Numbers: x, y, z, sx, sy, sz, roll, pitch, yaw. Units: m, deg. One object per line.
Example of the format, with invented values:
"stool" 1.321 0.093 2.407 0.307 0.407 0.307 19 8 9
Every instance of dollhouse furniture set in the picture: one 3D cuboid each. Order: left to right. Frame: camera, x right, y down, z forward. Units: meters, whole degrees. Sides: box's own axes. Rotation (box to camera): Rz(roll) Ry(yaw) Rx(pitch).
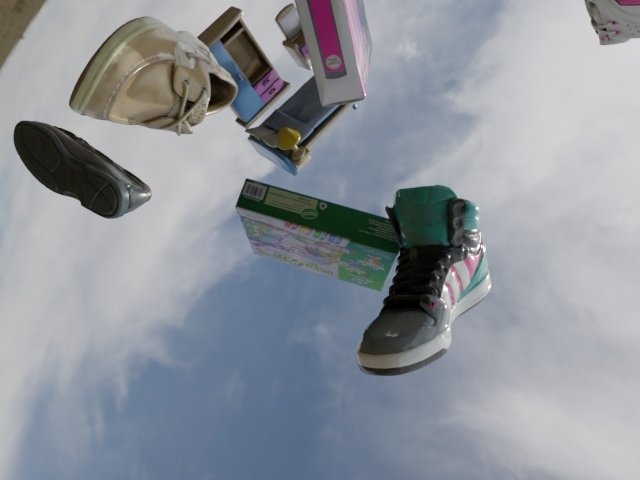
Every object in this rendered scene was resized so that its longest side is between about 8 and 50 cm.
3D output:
"dollhouse furniture set" -0.060 -0.321 1.083 0.286 0.198 0.303 -45 -136 -6

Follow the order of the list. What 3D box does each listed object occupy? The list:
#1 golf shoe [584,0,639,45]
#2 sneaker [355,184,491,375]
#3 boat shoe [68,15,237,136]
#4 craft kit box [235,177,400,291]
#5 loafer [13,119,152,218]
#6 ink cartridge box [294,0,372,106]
"golf shoe" 0.265 -0.214 0.504 0.067 0.186 0.086 -93 -153 -58
"sneaker" 0.125 0.025 0.711 0.123 0.179 0.295 -4 -162 36
"boat shoe" -0.167 -0.174 0.651 0.109 0.098 0.302 -50 -174 18
"craft kit box" 0.000 0.000 0.944 0.247 0.249 0.061 85 22 -75
"loafer" -0.397 -0.119 0.963 0.267 0.084 0.096 33 -63 19
"ink cartridge box" -0.005 -0.363 0.675 0.069 0.371 0.176 -8 -141 16
